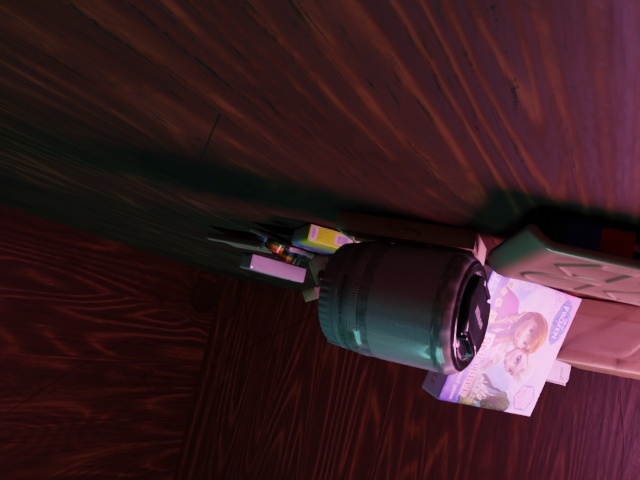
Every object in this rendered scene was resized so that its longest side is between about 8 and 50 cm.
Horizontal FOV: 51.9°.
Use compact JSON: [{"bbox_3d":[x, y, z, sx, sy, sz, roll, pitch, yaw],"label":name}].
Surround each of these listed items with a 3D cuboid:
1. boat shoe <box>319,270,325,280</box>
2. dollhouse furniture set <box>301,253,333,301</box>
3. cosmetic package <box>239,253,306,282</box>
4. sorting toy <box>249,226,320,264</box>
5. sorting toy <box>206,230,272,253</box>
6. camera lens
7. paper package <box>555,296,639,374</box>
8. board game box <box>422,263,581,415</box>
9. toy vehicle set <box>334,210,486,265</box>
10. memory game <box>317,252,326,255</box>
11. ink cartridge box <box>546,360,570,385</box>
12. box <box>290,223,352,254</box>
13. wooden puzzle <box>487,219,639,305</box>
[{"bbox_3d":[0.072,0.139,2.299,0.207,0.073,0.073,12,174,5],"label":"boat shoe"},{"bbox_3d":[0.055,0.066,1.649,0.161,0.101,0.182,-20,179,31],"label":"dollhouse furniture set"},{"bbox_3d":[-0.183,0.108,2.541,0.239,0.060,0.099,17,170,-29],"label":"cosmetic package"},{"bbox_3d":[-0.101,0.020,1.697,0.132,0.046,0.274,27,-176,25],"label":"sorting toy"},{"bbox_3d":[-0.215,0.006,1.990,0.193,0.038,0.208,10,176,22],"label":"sorting toy"},{"bbox_3d":[0.162,0.118,1.220,0.274,0.219,0.219,8,171,29],"label":"camera lens"},{"bbox_3d":[0.791,0.266,1.708,0.309,0.168,0.325,5,168,36],"label":"paper package"},{"bbox_3d":[0.427,0.236,1.529,0.318,0.318,0.066,17,-172,-31],"label":"board game box"},{"bbox_3d":[0.178,-0.003,1.273,0.267,0.035,0.166,9,171,22],"label":"toy vehicle set"},{"bbox_3d":[0.042,0.064,2.048,0.186,0.012,0.186,13,172,2],"label":"memory game"},{"bbox_3d":[0.639,0.317,2.101,0.129,0.223,0.307,19,170,-33],"label":"ink cartridge box"},{"bbox_3d":[0.000,0.000,1.555,0.109,0.042,0.178,16,173,-14],"label":"box"},{"bbox_3d":[0.462,0.043,1.030,0.348,0.080,0.322,17,172,5],"label":"wooden puzzle"}]
